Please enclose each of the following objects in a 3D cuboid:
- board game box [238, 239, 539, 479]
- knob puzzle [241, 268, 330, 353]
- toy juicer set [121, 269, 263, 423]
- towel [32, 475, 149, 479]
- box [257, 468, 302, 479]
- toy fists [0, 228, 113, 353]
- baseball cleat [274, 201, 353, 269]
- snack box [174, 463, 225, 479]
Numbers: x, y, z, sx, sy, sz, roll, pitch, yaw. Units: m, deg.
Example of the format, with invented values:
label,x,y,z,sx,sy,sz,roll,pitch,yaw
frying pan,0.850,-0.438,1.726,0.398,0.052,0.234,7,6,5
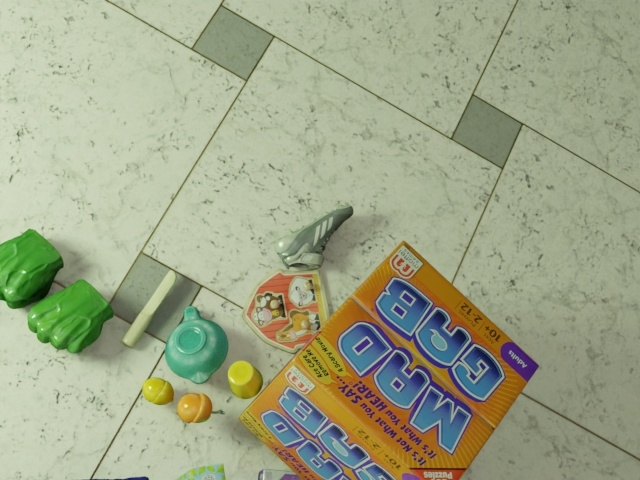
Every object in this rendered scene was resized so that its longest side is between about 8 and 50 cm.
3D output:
label,x,y,z,sx,sy,sz,roll,pitch,yaw
board game box,0.125,0.296,1.874,0.356,0.356,0.356,43,56,3
knob puzzle,-0.074,0.150,2.093,0.213,0.030,0.213,5,69,-14
toy juicer set,-0.287,0.241,1.974,0.209,0.089,0.329,-39,63,-12
towel,-0.471,0.563,1.805,0.308,0.076,0.227,1,77,-16
box,-0.033,0.614,1.916,0.201,0.057,0.293,9,68,-13
toy fists,-0.556,0.111,1.933,0.279,0.096,0.142,45,55,5
baseball cleat,0.000,0.000,2.153,0.206,0.072,0.109,-28,79,-13
snack box,-0.217,0.541,1.825,0.070,0.174,0.207,-4,71,-21
